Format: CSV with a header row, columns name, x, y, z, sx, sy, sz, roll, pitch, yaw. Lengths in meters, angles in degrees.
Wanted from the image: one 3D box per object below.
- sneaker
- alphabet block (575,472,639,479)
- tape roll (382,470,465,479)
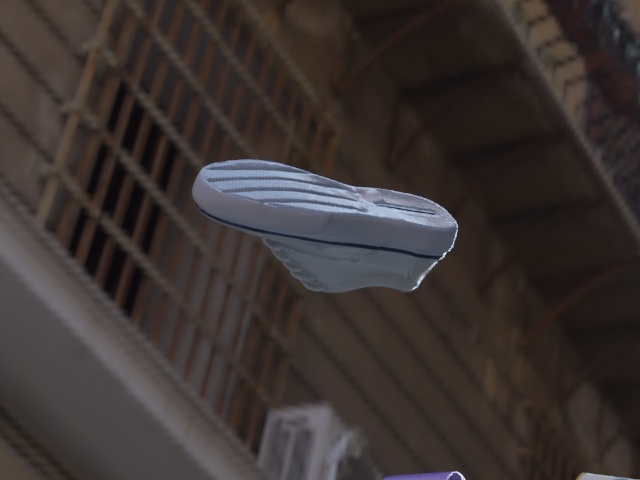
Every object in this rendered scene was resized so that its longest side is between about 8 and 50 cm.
name,x,y,z,sx,sy,sz,roll,pitch,yaw
sneaker,0.000,0.000,1.640,0.258,0.094,0.091,12,-65,-31
alphabet block,0.347,0.393,2.128,0.192,0.197,0.193,6,-61,28
tape roll,0.133,0.420,2.344,0.090,0.274,0.275,-5,-40,16
